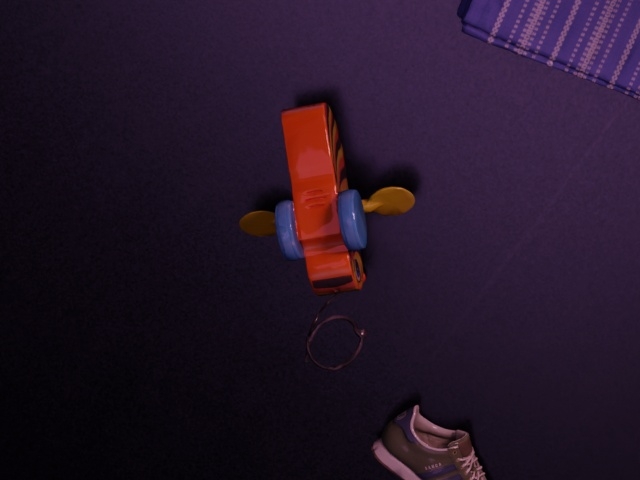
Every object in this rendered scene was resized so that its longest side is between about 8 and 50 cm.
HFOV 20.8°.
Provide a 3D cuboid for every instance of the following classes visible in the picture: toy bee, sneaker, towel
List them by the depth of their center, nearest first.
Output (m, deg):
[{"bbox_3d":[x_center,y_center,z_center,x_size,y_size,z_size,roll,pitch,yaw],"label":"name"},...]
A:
[{"bbox_3d":[0.345,-0.287,1.935,0.336,0.040,0.243,22,106,1],"label":"towel"},{"bbox_3d":[0.000,0.000,2.024,0.195,0.162,0.298,12,82,14],"label":"toy bee"},{"bbox_3d":[0.161,0.272,2.099,0.192,0.064,0.086,34,113,2],"label":"sneaker"}]
